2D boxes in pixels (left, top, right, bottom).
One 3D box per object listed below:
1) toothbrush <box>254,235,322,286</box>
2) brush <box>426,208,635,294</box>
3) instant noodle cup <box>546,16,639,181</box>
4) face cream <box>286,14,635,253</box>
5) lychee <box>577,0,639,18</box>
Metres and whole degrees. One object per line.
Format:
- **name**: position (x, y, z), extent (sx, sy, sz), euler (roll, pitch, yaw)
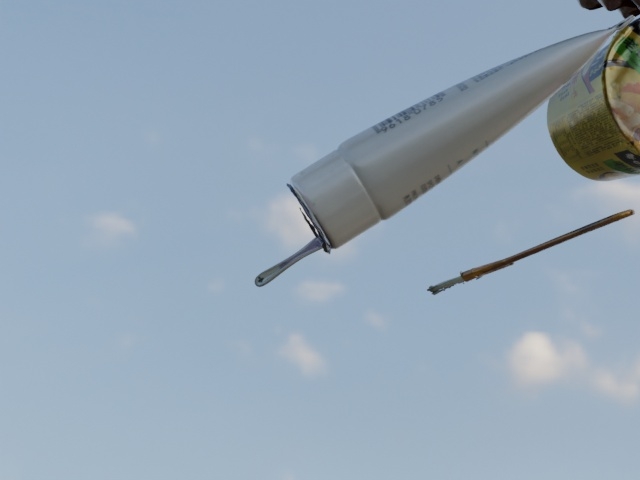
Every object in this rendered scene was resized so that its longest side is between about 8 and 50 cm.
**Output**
- **toothbrush**: position (0.000, 0.000, 1.292), extent (0.131, 0.011, 0.013), euler (-33, -17, 25)
- **brush**: position (0.269, 0.012, 2.195), extent (0.090, 0.017, 0.314), euler (-17, -5, -46)
- **instant noodle cup**: position (0.296, -0.123, 1.652), extent (0.151, 0.151, 0.122), euler (14, -20, -22)
- **face cream**: position (0.092, -0.077, 1.138), extent (0.243, 0.058, 0.092), euler (-32, 2, -3)
- **lychee**: position (0.300, -0.388, 1.394), extent (0.424, 0.425, 0.500), euler (9, -14, -11)
